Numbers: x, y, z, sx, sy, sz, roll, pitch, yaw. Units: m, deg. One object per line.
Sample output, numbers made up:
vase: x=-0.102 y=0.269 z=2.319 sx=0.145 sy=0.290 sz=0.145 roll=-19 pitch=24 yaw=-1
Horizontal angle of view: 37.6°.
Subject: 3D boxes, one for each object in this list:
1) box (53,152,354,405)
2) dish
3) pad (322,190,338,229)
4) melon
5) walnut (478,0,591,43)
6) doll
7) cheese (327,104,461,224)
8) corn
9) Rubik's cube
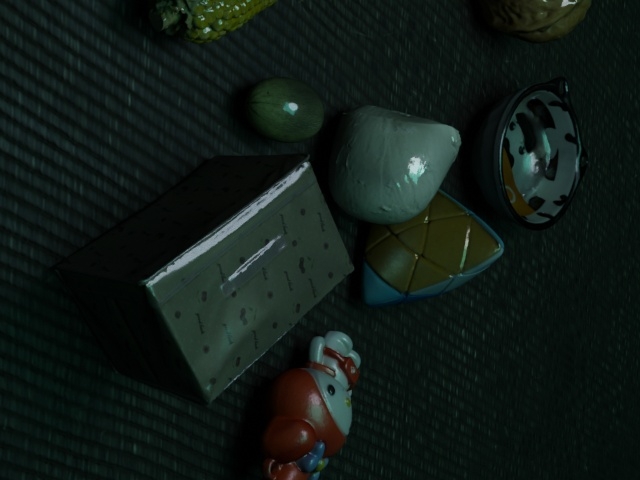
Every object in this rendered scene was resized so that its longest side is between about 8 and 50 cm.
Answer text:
box: x=-0.147 y=0.038 z=1.230 sx=0.297 sy=0.225 sz=0.191 roll=-39 pitch=119 yaw=-33
dish: x=0.378 y=-0.162 z=1.789 sx=0.303 sy=0.120 sz=0.303 roll=-6 pitch=98 yaw=-44
pad: x=0.000 y=0.000 z=1.450 sx=0.211 sy=0.003 sz=0.143 roll=-28 pitch=117 yaw=-71
melon: x=-0.054 y=-0.193 z=1.385 sx=0.130 sy=0.098 sz=0.098 roll=13 pitch=85 yaw=-40
walnut: x=0.389 y=-0.456 z=1.709 sx=0.213 sy=0.213 sz=0.213 roll=-6 pitch=98 yaw=-44
doll: x=-0.021 y=0.269 z=1.441 sx=0.290 sy=0.129 sz=0.161 roll=-59 pitch=137 yaw=-41
cheese: x=0.105 y=-0.117 z=1.476 sx=0.154 sy=0.198 sz=0.189 roll=44 pitch=62 yaw=-71
corn: x=-0.109 y=-0.372 z=1.296 sx=0.347 sy=0.130 sz=0.130 roll=-42 pitch=121 yaw=-37
Rubik's cube: x=0.220 y=0.015 z=1.592 sx=0.254 sy=0.254 sz=0.255 roll=-6 pitch=98 yaw=-44
